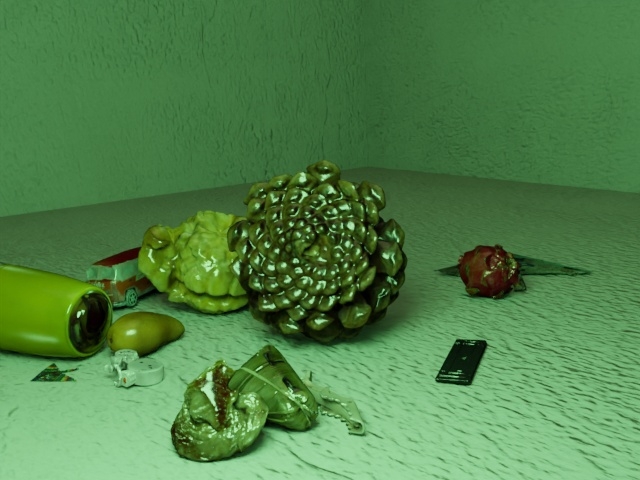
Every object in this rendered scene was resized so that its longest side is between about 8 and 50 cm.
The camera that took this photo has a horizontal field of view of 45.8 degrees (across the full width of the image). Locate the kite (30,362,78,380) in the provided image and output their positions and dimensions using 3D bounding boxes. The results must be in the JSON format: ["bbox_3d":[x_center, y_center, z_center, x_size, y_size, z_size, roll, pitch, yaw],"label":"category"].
[{"bbox_3d":[-0.499,0.249,1.417,0.090,0.004,0.122,-11,15,-31],"label":"kite"}]

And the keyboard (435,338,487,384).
[{"bbox_3d":[0.259,0.218,1.378,0.061,0.013,0.204,1,13,20],"label":"keyboard"}]

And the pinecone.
[{"bbox_3d":[0.011,0.036,1.566,0.384,0.385,0.384,-3,12,1],"label":"pinecone"}]

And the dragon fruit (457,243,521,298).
[{"bbox_3d":[0.387,0.075,1.774,0.166,0.133,0.136,13,-22,49],"label":"dragon fruit"}]

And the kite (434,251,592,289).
[{"bbox_3d":[0.500,0.078,1.982,0.405,0.014,0.368,0,13,8],"label":"kite"}]

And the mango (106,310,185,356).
[{"bbox_3d":[-0.350,0.181,1.520,0.102,0.085,0.184,5,8,28],"label":"mango"}]

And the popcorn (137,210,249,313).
[{"bbox_3d":[-0.264,0.056,1.762,0.332,0.225,0.265,8,33,-41],"label":"popcorn"}]

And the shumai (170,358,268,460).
[{"bbox_3d":[-0.159,0.254,1.099,0.139,0.105,0.123,-37,26,15],"label":"shumai"}]

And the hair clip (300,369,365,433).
[{"bbox_3d":[0.015,0.255,1.210,0.072,0.034,0.226,-10,15,-35],"label":"hair clip"}]

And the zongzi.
[{"bbox_3d":[-0.101,0.268,1.166,0.178,0.081,0.189,-32,38,-11],"label":"zongzi"}]

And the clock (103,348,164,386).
[{"bbox_3d":[-0.345,0.232,1.381,0.087,0.041,0.129,-9,18,-41],"label":"clock"}]

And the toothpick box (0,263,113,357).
[{"bbox_3d":[-0.555,0.147,1.521,0.271,0.175,0.175,7,15,24],"label":"toothpick box"}]

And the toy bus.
[{"bbox_3d":[-0.476,0.088,1.888,0.121,0.120,0.265,1,12,22],"label":"toy bus"}]
